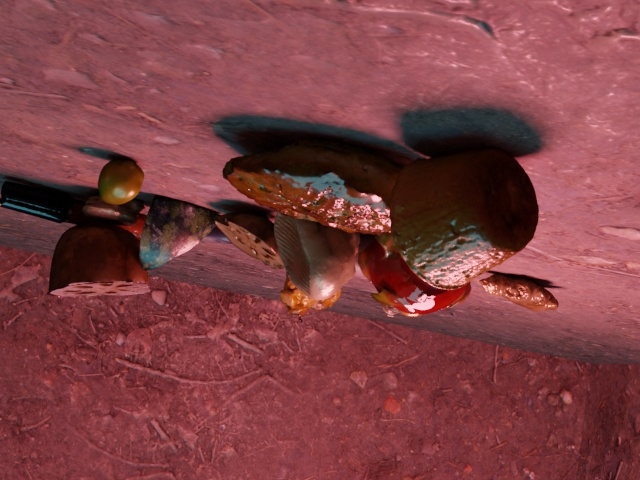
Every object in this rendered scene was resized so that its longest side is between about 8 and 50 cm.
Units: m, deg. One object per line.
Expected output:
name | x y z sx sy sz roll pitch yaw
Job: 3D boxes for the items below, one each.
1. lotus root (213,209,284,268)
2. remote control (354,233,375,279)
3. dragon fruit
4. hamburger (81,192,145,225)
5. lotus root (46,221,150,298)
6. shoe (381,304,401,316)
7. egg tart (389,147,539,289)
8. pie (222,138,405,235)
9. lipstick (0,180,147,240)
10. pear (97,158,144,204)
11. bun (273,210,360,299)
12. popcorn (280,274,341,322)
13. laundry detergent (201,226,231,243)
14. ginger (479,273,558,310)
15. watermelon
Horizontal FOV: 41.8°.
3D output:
lotus root | -0.144 -0.017 1.920 0.183 0.078 0.203 23 163 28
remote control | 0.071 0.023 1.817 0.332 0.103 0.221 12 -170 17
dragon fruit | 0.184 0.037 1.592 0.224 0.224 0.227 13 172 -16
hamburger | -0.504 -0.077 2.036 0.140 0.062 0.133 17 165 -29
lotus root | -0.539 0.049 2.070 0.272 0.191 0.272 -1 163 0
shoe | 0.242 0.178 2.607 0.103 0.098 0.275 7 169 -1
egg tart | 0.215 -0.039 1.194 0.203 0.202 0.147 17 156 -35
pie | 0.017 -0.081 1.367 0.355 0.102 0.288 16 170 -9
lipstick | -0.603 -0.068 2.143 0.419 0.077 0.077 16 169 -32
pear | -0.392 -0.114 1.633 0.092 0.097 0.092 41 -177 -2
bun | 0.000 0.000 1.610 0.133 0.231 0.231 -14 177 -17
popcorn | -0.036 0.140 2.575 0.194 0.163 0.140 -19 -153 -30
laundry detergent | -0.211 -0.017 2.069 0.206 0.061 0.097 5 167 25
ginger | 0.514 0.131 2.143 0.213 0.074 0.137 25 163 -36
watermelon | -0.345 -0.010 2.012 0.136 0.207 0.202 35 -169 9
